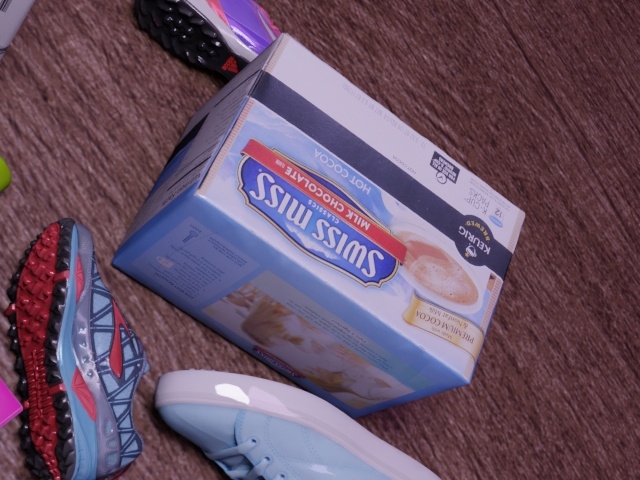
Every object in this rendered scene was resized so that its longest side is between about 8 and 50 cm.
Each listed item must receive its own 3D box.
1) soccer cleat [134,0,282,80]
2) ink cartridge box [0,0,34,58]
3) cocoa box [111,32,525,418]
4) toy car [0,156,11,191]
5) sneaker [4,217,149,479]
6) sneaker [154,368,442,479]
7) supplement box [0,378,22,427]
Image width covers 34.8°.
[{"bbox_3d":[-0.071,-0.221,1.232,0.318,0.108,0.116,39,51,-12],"label":"soccer cleat"},{"bbox_3d":[-0.364,-0.270,0.950,0.197,0.273,0.114,25,56,-24],"label":"ink cartridge box"},{"bbox_3d":[0.000,0.000,1.106,0.347,0.231,0.228,35,57,-17],"label":"cocoa box"},{"bbox_3d":[-0.359,-0.081,0.927,0.149,0.188,0.155,48,53,-8],"label":"toy car"},{"bbox_3d":[-0.233,0.109,1.011,0.125,0.104,0.262,11,69,-49],"label":"sneaker"},{"bbox_3d":[-0.019,0.258,1.052,0.366,0.135,0.150,30,54,-20],"label":"sneaker"},{"bbox_3d":[-0.381,0.104,0.887,0.111,0.114,0.220,-39,94,-38],"label":"supplement box"}]
